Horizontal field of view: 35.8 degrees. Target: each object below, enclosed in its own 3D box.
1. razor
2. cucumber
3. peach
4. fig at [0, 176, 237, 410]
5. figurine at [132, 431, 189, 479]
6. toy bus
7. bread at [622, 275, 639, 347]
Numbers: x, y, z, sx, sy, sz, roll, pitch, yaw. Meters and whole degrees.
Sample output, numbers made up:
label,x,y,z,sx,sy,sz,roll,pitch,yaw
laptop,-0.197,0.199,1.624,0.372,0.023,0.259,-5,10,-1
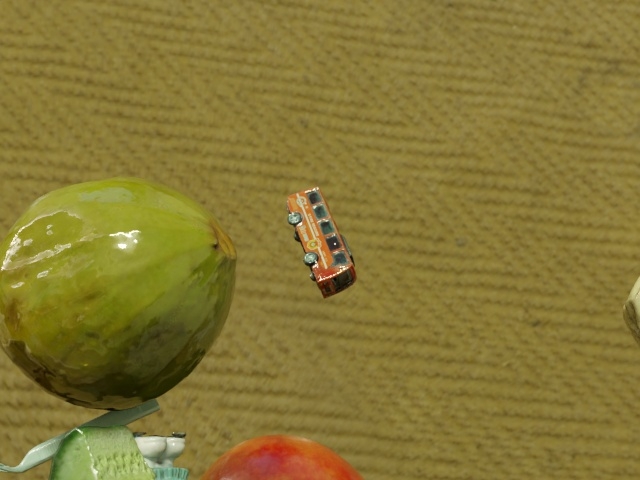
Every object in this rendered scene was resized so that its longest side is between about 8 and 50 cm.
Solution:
label,x,y,z,sx,sy,sz,roll,pitch,yaw
razor,-0.363,0.282,1.412,0.278,0.111,0.056,-15,78,-21
cucumber,-0.199,0.237,0.930,0.062,0.115,0.116,-31,74,7
peach,-0.063,0.533,1.821,0.388,0.388,0.388,4,69,-10
fig,-0.271,0.063,1.371,0.343,0.343,0.343,4,69,-10
figurine,-0.226,0.377,1.302,0.138,0.110,0.245,17,66,-52
toy bus,0.000,0.000,0.898,0.043,0.031,0.110,-21,51,-2
bread,0.518,0.127,1.077,0.183,0.236,0.389,-48,52,-3
